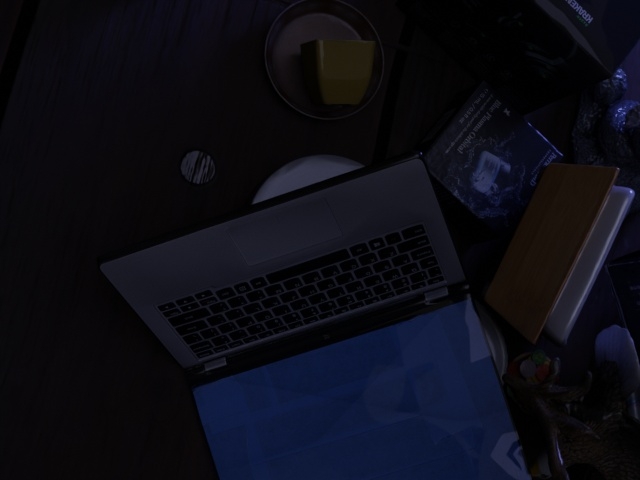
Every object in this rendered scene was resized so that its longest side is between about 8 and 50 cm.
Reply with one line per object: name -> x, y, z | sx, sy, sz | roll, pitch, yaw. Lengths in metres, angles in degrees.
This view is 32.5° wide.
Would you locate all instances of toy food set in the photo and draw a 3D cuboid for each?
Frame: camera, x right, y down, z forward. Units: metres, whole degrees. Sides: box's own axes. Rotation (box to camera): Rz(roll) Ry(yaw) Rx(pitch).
toy food set -> 0.296, 0.196, 1.535 | 0.083, 0.020, 0.082 | -39, 96, -15

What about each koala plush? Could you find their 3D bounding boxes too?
koala plush -> 0.468, -0.140, 1.511 | 0.196, 0.221, 0.203 | 24, 79, -13

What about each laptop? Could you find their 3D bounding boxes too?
laptop -> 0.006, 0.157, 1.278 | 0.382, 0.408, 0.236 | -19, 52, 7

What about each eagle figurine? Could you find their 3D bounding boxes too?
eagle figurine -> 0.358, 0.257, 1.395 | 0.298, 0.225, 0.226 | 32, 63, -32

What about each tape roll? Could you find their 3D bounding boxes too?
tape roll -> 0.000, 0.000, 1.443 | 0.219, 0.072, 0.219 | 1, 85, -15

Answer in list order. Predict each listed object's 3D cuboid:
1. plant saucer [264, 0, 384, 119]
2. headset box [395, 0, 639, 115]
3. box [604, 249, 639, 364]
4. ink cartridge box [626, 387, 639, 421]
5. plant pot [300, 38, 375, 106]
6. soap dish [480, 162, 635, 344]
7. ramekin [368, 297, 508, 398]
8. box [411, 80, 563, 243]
plant saucer -> 0.003, -0.245, 1.490 | 0.168, 0.029, 0.168 | 1, 84, -15
headset box -> 0.269, -0.311, 1.440 | 0.246, 0.283, 0.131 | 41, 76, -8
box -> 0.703, 0.175, 1.467 | 0.480, 0.297, 0.472 | -18, 92, -30
ink cartridge box -> 0.477, 0.221, 1.556 | 0.127, 0.072, 0.175 | -5, 86, -17
plant pot -> 0.021, -0.218, 1.439 | 0.081, 0.081, 0.083 | 0, 95, -16
soap dish -> 0.303, 0.023, 1.415 | 0.118, 0.291, 0.229 | 25, 89, 13
ramekin -> 0.149, 0.157, 1.452 | 0.207, 0.109, 0.207 | 2, 84, -16
box -> 0.217, -0.105, 1.505 | 0.158, 0.093, 0.156 | 41, 76, -10
